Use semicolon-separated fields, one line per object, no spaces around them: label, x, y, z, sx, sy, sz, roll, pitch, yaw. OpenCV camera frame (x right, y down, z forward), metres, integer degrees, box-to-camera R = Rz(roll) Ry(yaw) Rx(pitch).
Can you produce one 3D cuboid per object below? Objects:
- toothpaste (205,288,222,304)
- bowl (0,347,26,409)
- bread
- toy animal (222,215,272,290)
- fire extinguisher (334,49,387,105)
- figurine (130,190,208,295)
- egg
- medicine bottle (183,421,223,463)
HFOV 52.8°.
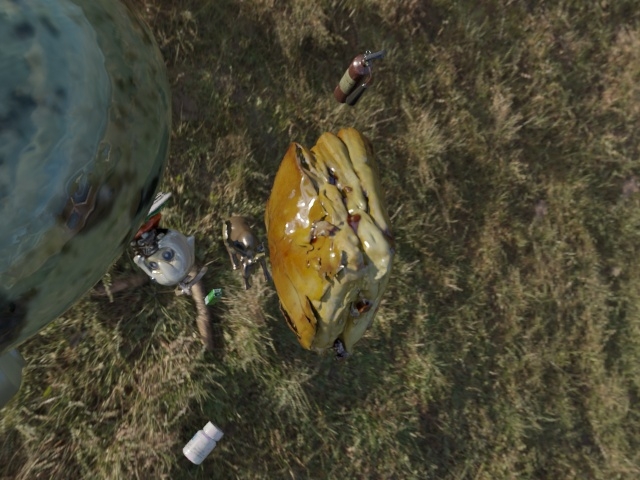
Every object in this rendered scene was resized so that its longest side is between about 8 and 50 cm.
toothpaste;-0.233;0.123;1.407;0.020;0.083;0.017;-6;73;-25
bowl;-0.581;0.196;1.091;0.112;0.211;0.211;-37;95;-25
bread;0.000;0.000;1.013;0.167;0.277;0.324;3;48;-10
toy animal;-0.151;0.014;1.285;0.094;0.214;0.186;-18;130;-16
fire extinguisher;0.048;-0.220;0.902;0.035;0.173;0.049;24;82;-7
figurine;-0.244;0.015;1.020;0.132;0.132;0.153;-41;105;-14
egg;-0.270;-0.056;0.451;0.288;0.287;0.379;30;63;-10
medicine bottle;-0.266;0.460;1.468;0.052;0.052;0.089;44;77;-7
